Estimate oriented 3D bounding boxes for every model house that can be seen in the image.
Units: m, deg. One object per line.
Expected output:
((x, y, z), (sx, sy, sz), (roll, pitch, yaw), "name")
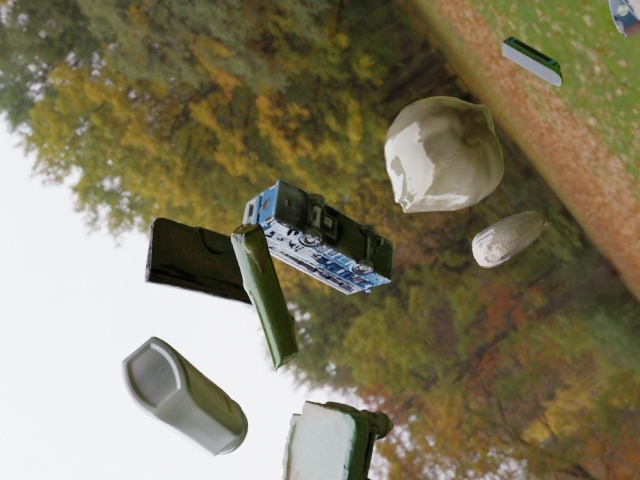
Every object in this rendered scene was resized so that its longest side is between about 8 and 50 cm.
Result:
((0.080, 0.539, 1.928), (0.280, 0.313, 0.245), (21, 166, -38), "model house")

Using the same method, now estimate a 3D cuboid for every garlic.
((0.403, -0.002, 1.847), (0.101, 0.195, 0.087), (-16, -109, -55), "garlic")

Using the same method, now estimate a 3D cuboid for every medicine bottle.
((-0.250, 0.320, 1.645), (0.179, 0.124, 0.324), (46, 175, 34), "medicine bottle")

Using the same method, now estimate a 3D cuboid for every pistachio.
((0.207, -0.143, 1.468), (0.207, 0.226, 0.332), (35, -179, -3), "pistachio")

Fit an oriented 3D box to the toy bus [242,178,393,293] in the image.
((0.000, 0.000, 1.607), (0.297, 0.131, 0.106), (30, -129, -33), "toy bus")

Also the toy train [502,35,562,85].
((0.546, -0.453, 2.127), (0.209, 0.042, 0.044), (44, 162, 38), "toy train")

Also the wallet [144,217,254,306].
((-0.252, 0.055, 1.972), (0.317, 0.045, 0.173), (17, -124, -27), "wallet")

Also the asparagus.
((-0.093, 0.104, 1.503), (0.060, 0.067, 0.278), (-119, 9, -77), "asparagus")

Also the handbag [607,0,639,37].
((0.537, -0.395, 1.189), (0.190, 0.251, 0.193), (148, 121, -72), "handbag")
